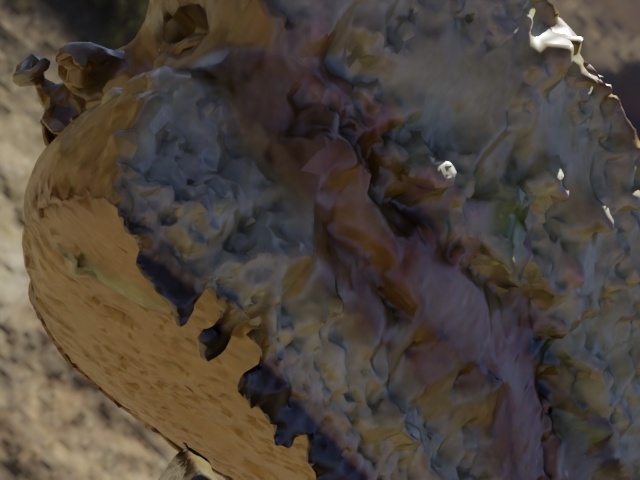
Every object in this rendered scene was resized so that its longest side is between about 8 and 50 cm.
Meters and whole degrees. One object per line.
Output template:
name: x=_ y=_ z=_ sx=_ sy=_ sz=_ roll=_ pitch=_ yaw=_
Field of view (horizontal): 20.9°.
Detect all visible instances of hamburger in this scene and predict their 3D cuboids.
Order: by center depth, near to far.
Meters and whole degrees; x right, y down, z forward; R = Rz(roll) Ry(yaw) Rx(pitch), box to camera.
hamburger: x=0.000 y=0.000 z=0.905 sx=0.287 sy=0.268 sz=0.445 roll=17 pitch=-22 yaw=41

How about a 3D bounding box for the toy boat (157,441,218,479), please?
toy boat: x=-0.030 y=0.135 z=0.630 sx=0.121 sy=0.089 sz=0.321 roll=38 pitch=-6 yaw=-7
